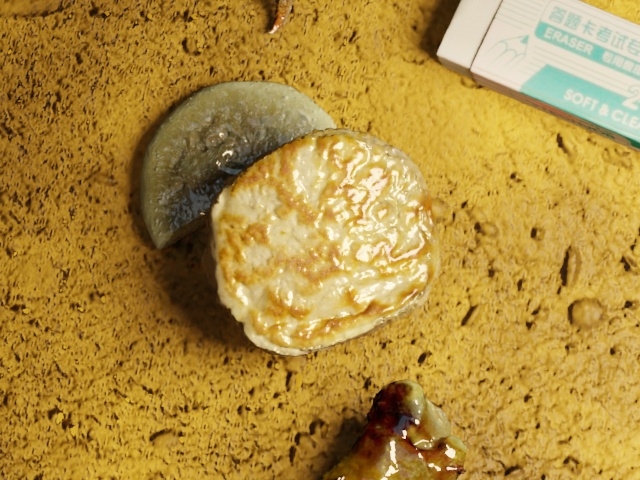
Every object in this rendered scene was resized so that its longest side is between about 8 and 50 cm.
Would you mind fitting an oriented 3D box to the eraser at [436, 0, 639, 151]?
[{"bbox_3d":[0.221,-0.153,1.680,0.225,0.052,0.095,25,86,15],"label":"eraser"}]

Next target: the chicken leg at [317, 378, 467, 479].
[{"bbox_3d":[-0.014,0.292,1.587,0.361,0.140,0.211,-39,65,5],"label":"chicken leg"}]

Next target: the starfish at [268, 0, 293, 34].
[{"bbox_3d":[-0.029,-0.258,1.760,0.133,0.041,0.130,-16,74,7],"label":"starfish"}]

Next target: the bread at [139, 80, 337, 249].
[{"bbox_3d":[-0.088,-0.087,1.738,0.193,0.036,0.112,-30,73,4],"label":"bread"}]

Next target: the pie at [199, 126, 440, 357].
[{"bbox_3d":[0.000,0.000,1.673,0.205,0.084,0.179,-25,90,1],"label":"pie"}]
